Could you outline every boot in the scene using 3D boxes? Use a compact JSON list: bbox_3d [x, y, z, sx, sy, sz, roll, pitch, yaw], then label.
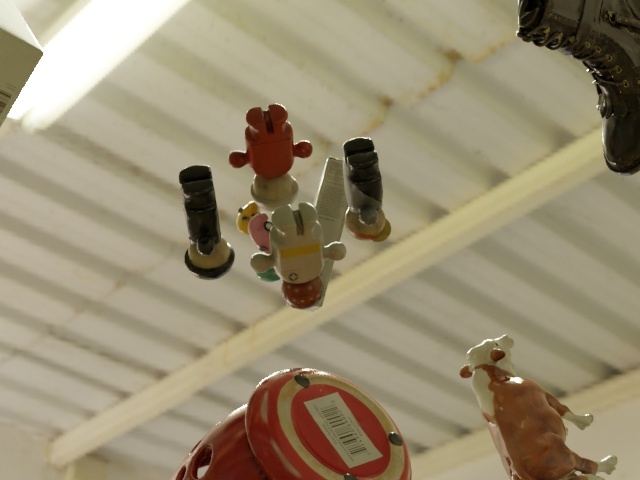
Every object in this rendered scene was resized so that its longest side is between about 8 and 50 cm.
[{"bbox_3d":[0.305,-0.219,1.408,0.229,0.263,0.091,10,-8,-41],"label":"boot"}]

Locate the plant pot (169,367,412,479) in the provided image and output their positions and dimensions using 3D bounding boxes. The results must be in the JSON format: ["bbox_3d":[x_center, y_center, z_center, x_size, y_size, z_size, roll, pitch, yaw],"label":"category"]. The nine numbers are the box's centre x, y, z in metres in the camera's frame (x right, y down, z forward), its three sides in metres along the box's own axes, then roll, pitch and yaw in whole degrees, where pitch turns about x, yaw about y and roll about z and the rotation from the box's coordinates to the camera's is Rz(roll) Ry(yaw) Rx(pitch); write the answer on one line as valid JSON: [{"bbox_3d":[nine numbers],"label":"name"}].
[{"bbox_3d":[-0.027,0.225,1.116,0.191,0.191,0.174,20,-54,-21],"label":"plant pot"}]

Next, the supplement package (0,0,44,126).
[{"bbox_3d":[-0.547,-0.271,1.728,0.198,0.263,0.199,27,-77,-34],"label":"supplement package"}]

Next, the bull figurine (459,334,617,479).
[{"bbox_3d":[0.303,0.263,1.723,0.188,0.310,0.101,23,-62,-18],"label":"bull figurine"}]

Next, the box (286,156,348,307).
[{"bbox_3d":[0.000,0.000,2.027,0.058,0.232,0.322,15,-5,-2],"label":"box"}]

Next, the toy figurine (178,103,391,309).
[{"bbox_3d":[-0.041,-0.032,1.397,0.209,0.213,0.148,21,-42,25],"label":"toy figurine"}]

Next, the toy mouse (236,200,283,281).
[{"bbox_3d":[-0.079,0.010,1.640,0.031,0.143,0.161,-19,-24,-13],"label":"toy mouse"}]
